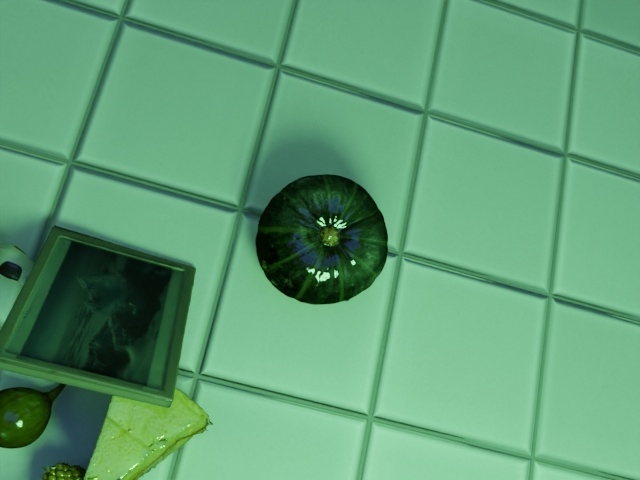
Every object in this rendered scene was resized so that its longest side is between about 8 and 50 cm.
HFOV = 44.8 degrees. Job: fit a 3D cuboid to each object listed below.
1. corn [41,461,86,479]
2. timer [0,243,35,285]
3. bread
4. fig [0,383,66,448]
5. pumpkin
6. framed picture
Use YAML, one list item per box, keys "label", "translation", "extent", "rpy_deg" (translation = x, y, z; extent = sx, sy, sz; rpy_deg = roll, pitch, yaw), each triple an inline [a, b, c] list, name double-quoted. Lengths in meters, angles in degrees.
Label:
- label: "corn"
  translation: [-0.475, 0.585, 1.495]
  extent: [0.102, 0.102, 0.313]
  rpy_deg: [-9, 79, -16]
- label: "timer"
  translation: [-0.661, 0.040, 1.604]
  extent: [0.266, 0.175, 0.175]
  rpy_deg: [29, 68, -13]
- label: "bread"
  translation: [-0.335, 0.411, 1.494]
  extent: [0.198, 0.263, 0.236]
  rpy_deg: [22, 66, -1]
- label: "fig"
  translation: [-0.572, 0.320, 1.568]
  extent: [0.124, 0.124, 0.236]
  rpy_deg: [44, 45, 3]
- label: "pumpkin"
  translation: [0.000, 0.000, 1.740]
  extent: [0.300, 0.207, 0.300]
  rpy_deg: [1, 87, -15]
- label: "framed picture"
  translation: [-0.421, 0.134, 1.526]
  extent: [0.326, 0.028, 0.446]
  rpy_deg: [16, 29, -13]
